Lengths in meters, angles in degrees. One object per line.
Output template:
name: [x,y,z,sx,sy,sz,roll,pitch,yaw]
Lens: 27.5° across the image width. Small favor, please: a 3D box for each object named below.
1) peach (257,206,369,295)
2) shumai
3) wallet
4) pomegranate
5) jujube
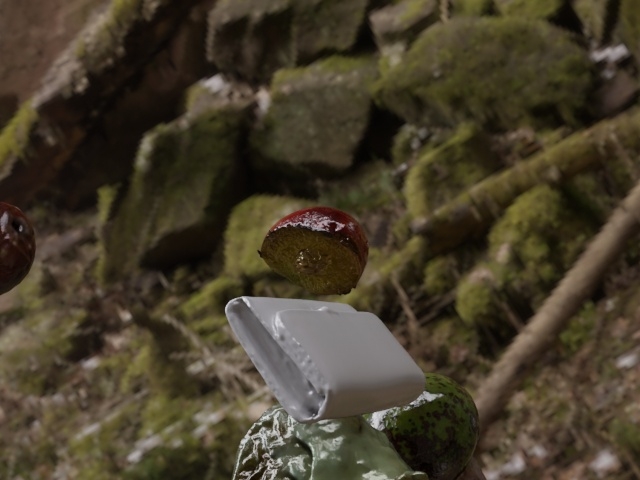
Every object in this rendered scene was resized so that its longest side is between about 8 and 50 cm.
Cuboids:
peach: [-0.001,0.000,1.156,0.098,0.098,0.061,-35,25,43]
shumai: [0.020,0.206,1.036,0.184,0.184,0.142,-29,3,-31]
wallet: [0.006,0.049,0.566,0.025,0.061,0.122,-47,-19,13]
pomegranate: [0.104,0.212,1.331,0.125,0.163,0.138,4,42,30]
jujube: [-0.286,0.017,1.035,0.129,0.077,0.077,-21,0,20]
